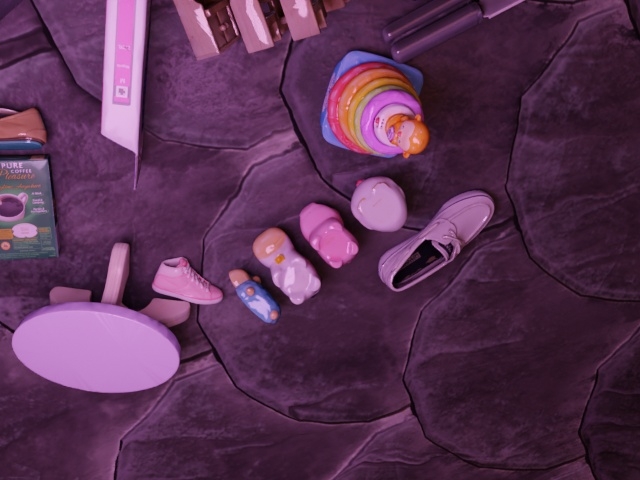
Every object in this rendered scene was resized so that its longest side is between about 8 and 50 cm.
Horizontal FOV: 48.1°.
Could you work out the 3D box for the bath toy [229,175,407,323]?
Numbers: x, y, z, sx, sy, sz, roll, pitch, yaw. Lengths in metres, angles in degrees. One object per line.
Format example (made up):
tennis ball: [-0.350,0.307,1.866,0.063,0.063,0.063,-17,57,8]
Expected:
bath toy: [0.000,0.000,1.323,0.348,0.129,0.151,-36,94,4]

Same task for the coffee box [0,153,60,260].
coffee box: [-0.518,-0.057,1.242,0.113,0.040,0.184,-4,112,-10]

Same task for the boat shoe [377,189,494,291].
boat shoe: [0.231,0.004,1.388,0.267,0.088,0.096,-33,113,3]

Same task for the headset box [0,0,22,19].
headset box: [-0.596,-0.376,0.999,0.283,0.131,0.246,-39,143,7]

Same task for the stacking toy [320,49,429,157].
stacking toy: [0.111,-0.195,1.169,0.166,0.302,0.175,12,109,-16]

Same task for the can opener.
can opener: [0.248,-0.390,1.238,0.283,0.095,0.076,-26,76,9]

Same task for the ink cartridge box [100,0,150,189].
ink cartridge box: [-0.300,-0.281,1.122,0.069,0.176,0.371,2,111,-12]

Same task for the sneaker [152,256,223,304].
sneaker: [-0.242,0.074,1.342,0.134,0.051,0.070,15,113,-12]

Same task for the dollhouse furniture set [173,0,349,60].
dollhouse furniture set: [-0.099,-0.396,1.103,0.242,0.212,0.161,-9,117,22]

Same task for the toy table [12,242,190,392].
toy table: [-0.374,0.148,1.265,0.274,0.161,0.252,17,119,-9]

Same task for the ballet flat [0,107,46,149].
ballet flat: [-0.572,-0.179,1.178,0.232,0.080,0.073,-6,84,-11]
